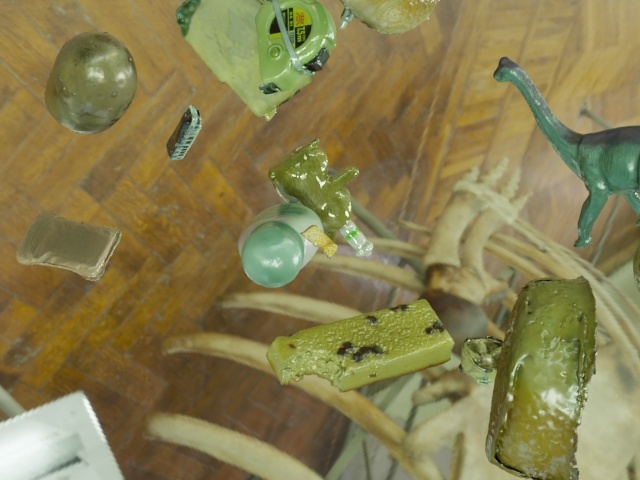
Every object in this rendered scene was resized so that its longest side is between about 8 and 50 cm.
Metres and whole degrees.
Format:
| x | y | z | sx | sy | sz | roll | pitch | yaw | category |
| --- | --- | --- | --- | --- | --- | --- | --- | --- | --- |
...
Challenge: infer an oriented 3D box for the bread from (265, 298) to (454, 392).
| x | y | z | sx | sy | sz | roll | pitch | yaw | category |
| --- | --- | --- | --- | --- | --- | --- | --- | --- | --- |
| 0.051 | 0.138 | 1.014 | 0.226 | 0.088 | 0.049 | -13 | 139 | -20 | bread |

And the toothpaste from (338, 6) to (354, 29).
| x | y | z | sx | sy | sz | roll | pitch | yaw | category |
| --- | --- | --- | --- | --- | --- | --- | --- | --- | --- |
| 0.100 | -0.647 | 2.105 | 0.049 | 0.031 | 0.204 | 24 | 105 | -16 | toothpaste |

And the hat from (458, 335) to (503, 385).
| x | y | z | sx | sy | sz | roll | pitch | yaw | category |
| --- | --- | --- | --- | --- | --- | --- | --- | --- | --- |
| 0.256 | 0.193 | 1.259 | 0.077 | 0.076 | 0.059 | 2 | 124 | -24 | hat |

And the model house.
| x | y | z | sx | sy | sz | roll | pitch | yaw | category |
| --- | --- | --- | --- | --- | --- | --- | --- | --- | --- |
| -0.115 | -0.492 | 1.825 | 0.321 | 0.261 | 0.266 | 47 | 47 | -17 | model house |

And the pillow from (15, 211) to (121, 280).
| x | y | z | sx | sy | sz | roll | pitch | yaw | category |
| --- | --- | --- | --- | --- | --- | --- | --- | --- | --- |
| -0.531 | 0.008 | 1.688 | 0.034 | 0.211 | 0.135 | 80 | 26 | -60 | pillow |

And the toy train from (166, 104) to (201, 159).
| x | y | z | sx | sy | sz | roll | pitch | yaw | category |
| --- | --- | --- | --- | --- | --- | --- | --- | --- | --- |
| -0.286 | -0.227 | 1.693 | 0.047 | 0.043 | 0.207 | -8 | 167 | -24 | toy train |

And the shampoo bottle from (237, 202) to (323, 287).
| x | y | z | sx | sy | sz | roll | pitch | yaw | category |
| --- | --- | --- | --- | --- | --- | --- | --- | --- | --- |
| -0.105 | 0.011 | 1.985 | 0.349 | 0.221 | 0.151 | -75 | 153 | -77 | shampoo bottle |

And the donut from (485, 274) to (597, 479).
| x | y | z | sx | sy | sz | roll | pitch | yaw | category |
| --- | --- | --- | --- | --- | --- | --- | --- | --- | --- |
| 0.269 | 0.170 | 0.999 | 0.272 | 0.107 | 0.272 | 8 | 90 | -81 | donut |

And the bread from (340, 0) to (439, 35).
| x | y | z | sx | sy | sz | roll | pitch | yaw | category |
| --- | --- | --- | --- | --- | --- | --- | --- | --- | --- |
| 0.109 | -0.495 | 1.332 | 0.305 | 0.158 | 0.306 | 24 | 56 | -42 | bread |

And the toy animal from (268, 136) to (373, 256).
| x | y | z | sx | sy | sz | roll | pitch | yaw | category |
| --- | --- | --- | --- | --- | --- | --- | --- | --- | --- |
| 0.017 | -0.119 | 2.251 | 0.363 | 0.181 | 0.180 | 45 | 62 | -22 | toy animal |

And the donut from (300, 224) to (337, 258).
| x | y | z | sx | sy | sz | roll | pitch | yaw | category |
| --- | --- | --- | --- | --- | --- | --- | --- | --- | --- |
| 0.000 | 0.000 | 1.688 | 0.038 | 0.083 | 0.067 | -51 | 177 | -3 | donut |

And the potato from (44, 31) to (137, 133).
| x | y | z | sx | sy | sz | roll | pitch | yaw | category |
| --- | --- | --- | --- | --- | --- | --- | --- | --- | --- |
| -0.410 | -0.274 | 1.431 | 0.164 | 0.262 | 0.165 | 1 | 87 | -21 | potato |

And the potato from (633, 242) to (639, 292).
| x | y | z | sx | sy | sz | roll | pitch | yaw | category |
| --- | --- | --- | --- | --- | --- | --- | --- | --- | --- |
| 0.635 | 0.042 | 1.367 | 0.235 | 0.178 | 0.160 | -6 | 164 | -25 | potato |

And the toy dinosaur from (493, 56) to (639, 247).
| x | y | z | sx | sy | sz | roll | pitch | yaw | category |
| --- | --- | --- | --- | --- | --- | --- | --- | --- | --- |
| 0.456 | -0.160 | 1.189 | 0.129 | 0.383 | 0.331 | -32 | 104 | -39 | toy dinosaur |

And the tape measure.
| x | y | z | sx | sy | sz | roll | pitch | yaw | category |
| --- | --- | --- | --- | --- | --- | --- | --- | --- | --- |
| -0.047 | -0.372 | 1.467 | 0.087 | 0.154 | 0.178 | 20 | 60 | -69 | tape measure |
